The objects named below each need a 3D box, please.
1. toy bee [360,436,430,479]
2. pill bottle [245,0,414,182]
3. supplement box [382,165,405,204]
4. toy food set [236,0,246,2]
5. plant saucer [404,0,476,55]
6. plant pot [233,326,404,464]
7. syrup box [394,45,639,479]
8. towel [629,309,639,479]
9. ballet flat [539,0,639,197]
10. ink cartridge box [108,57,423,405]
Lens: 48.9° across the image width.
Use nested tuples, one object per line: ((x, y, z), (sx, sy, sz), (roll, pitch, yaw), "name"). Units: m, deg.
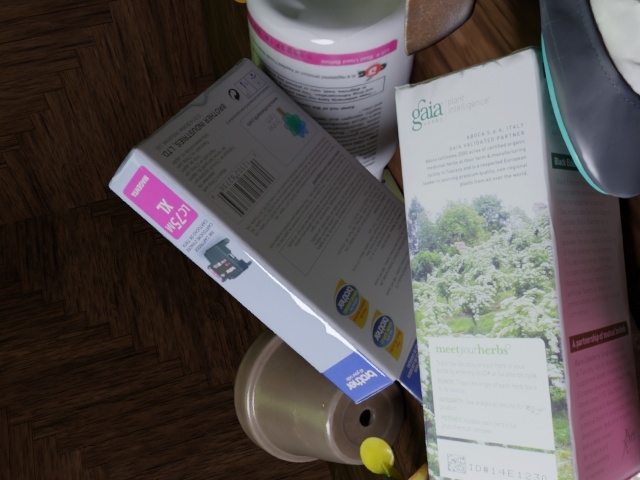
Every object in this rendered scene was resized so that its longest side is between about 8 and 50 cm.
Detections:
((0.135, 0.354, 0.936), (0.195, 0.162, 0.298), (45, -176, -3), "toy bee")
((0.011, -0.157, 0.731), (0.283, 0.160, 0.160), (91, 161, -58), "pill bottle")
((0.057, -0.039, 0.873), (0.056, 0.083, 0.083), (88, 165, -48), "supplement box")
((-0.089, -0.453, 0.965), (0.104, 0.111, 0.232), (103, 166, -68), "toy food set")
((0.086, -0.204, 0.405), (0.198, 0.036, 0.198), (13, -90, -80), "plant saucer")
((0.020, 0.266, 1.181), (0.229, 0.263, 0.263), (7, 113, 59), "plant pot")
((0.116, 0.019, 0.410), (0.093, 0.096, 0.237), (-8, 85, 45), "syrup box")
((0.178, 0.096, 0.514), (0.187, 0.049, 0.282), (115, 140, -73), "towel")
((0.141, -0.124, 0.339), (0.074, 0.074, 0.203), (131, 130, -78), "ballet flat")
((0.000, 0.000, 0.597), (0.311, 0.186, 0.065), (40, 131, -6), "ink cartridge box")
